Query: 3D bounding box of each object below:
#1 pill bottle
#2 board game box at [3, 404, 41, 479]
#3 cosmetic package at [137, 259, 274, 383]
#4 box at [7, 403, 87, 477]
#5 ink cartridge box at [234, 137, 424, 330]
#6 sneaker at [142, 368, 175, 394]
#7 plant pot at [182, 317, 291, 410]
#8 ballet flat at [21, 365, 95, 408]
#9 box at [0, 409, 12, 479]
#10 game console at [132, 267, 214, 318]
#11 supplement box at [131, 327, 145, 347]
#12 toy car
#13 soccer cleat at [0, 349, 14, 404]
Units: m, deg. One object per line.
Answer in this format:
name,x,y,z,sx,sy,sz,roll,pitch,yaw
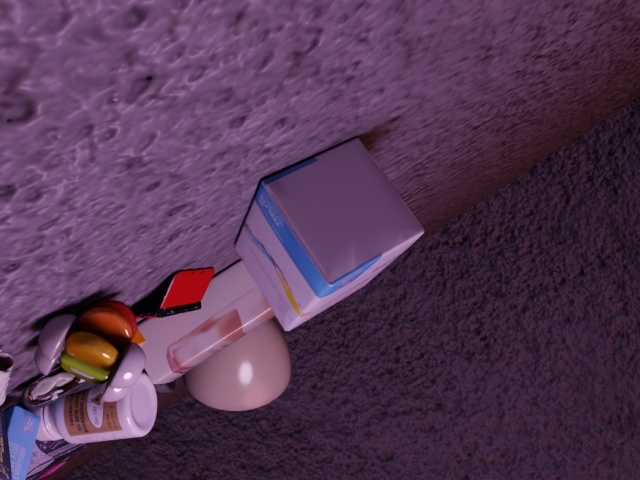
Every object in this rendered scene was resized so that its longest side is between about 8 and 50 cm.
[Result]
pill bottle,-0.467,0.346,1.229,0.230,0.131,0.131,-10,173,10
board game box,-0.680,0.484,1.119,0.317,0.242,0.064,-31,128,15
cosmetic package,-0.245,0.176,1.301,0.296,0.129,0.153,-32,170,-3
box,-0.660,0.461,1.340,0.247,0.142,0.163,-39,166,24
ink cartridge box,0.000,0.000,1.038,0.198,0.197,0.270,-28,168,-27
sneaker,-0.459,0.325,1.458,0.140,0.124,0.341,-16,166,6
plant pot,-0.211,0.262,1.530,0.284,0.284,0.190,-24,133,-38
ballet flat,-0.484,0.263,1.168,0.203,0.074,0.074,-28,168,-15
box,-0.658,0.411,1.030,0.233,0.183,0.059,-32,130,-11
game console,-0.287,0.099,1.150,0.124,0.085,0.144,-4,179,20
supplement box,-0.383,0.195,1.169,0.036,0.062,0.098,-25,168,-42
toy car,-0.358,0.166,0.968,0.182,0.159,0.136,-47,-161,50
soccer cleat,-0.490,0.203,0.893,0.076,0.068,0.196,-32,167,-24
